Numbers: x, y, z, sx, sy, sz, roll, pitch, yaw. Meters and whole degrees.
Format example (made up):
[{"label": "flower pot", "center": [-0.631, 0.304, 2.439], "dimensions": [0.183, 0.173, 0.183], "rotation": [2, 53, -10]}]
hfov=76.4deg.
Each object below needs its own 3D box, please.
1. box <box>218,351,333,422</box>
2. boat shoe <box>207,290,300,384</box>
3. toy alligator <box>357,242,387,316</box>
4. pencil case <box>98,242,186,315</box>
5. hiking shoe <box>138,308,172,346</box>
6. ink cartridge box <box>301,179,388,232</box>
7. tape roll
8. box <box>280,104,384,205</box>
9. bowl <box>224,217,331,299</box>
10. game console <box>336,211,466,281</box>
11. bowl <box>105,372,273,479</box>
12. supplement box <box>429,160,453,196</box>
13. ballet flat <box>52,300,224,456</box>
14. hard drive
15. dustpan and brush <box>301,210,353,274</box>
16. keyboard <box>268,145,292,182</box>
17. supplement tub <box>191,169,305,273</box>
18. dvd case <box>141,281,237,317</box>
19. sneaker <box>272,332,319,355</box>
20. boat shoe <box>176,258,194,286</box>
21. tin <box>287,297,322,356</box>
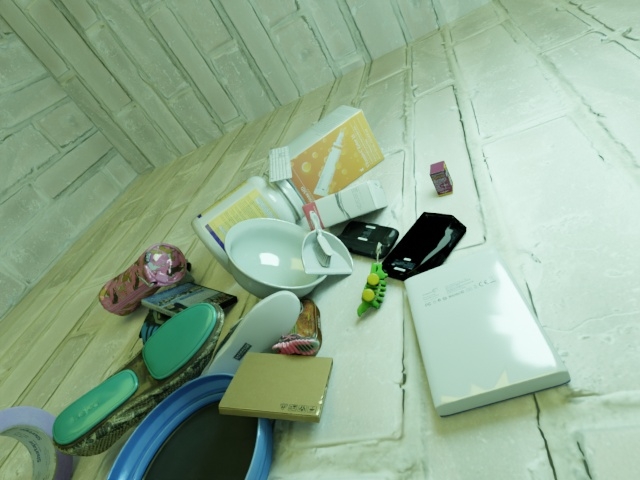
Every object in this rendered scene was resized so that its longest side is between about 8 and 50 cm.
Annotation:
[{"label": "box", "center": [-0.085, 0.296, 0.839], "dimensions": [0.202, 0.021, 0.164], "rotation": [0, 24, 12]}, {"label": "boat shoe", "center": [-0.167, 0.228, 1.006], "dimensions": [0.301, 0.108, 0.102], "rotation": [-51, 20, 11]}, {"label": "toy alligator", "center": [0.136, 0.096, 0.967], "dimensions": [0.052, 0.056, 0.189], "rotation": [17, 71, 9]}, {"label": "pencil case", "center": [-0.654, 0.150, 1.484], "dimensions": [0.386, 0.159, 0.167], "rotation": [-29, -11, 34]}, {"label": "hiking shoe", "center": [-0.467, 0.300, 1.238], "dimensions": [0.304, 0.113, 0.131], "rotation": [19, 79, 55]}, {"label": "ink cartridge box", "center": [0.078, -0.106, 1.234], "dimensions": [0.218, 0.092, 0.159], "rotation": [-21, 0, 23]}, {"label": "tape roll", "center": [-0.734, 0.541, 0.950], "dimensions": [0.090, 0.274, 0.274], "rotation": [-25, 32, 16]}, {"label": "box", "center": [0.024, -0.308, 1.509], "dimensions": [0.346, 0.214, 0.168], "rotation": [-37, 32, -4]}, {"label": "bowl", "center": [-0.128, 0.074, 1.133], "dimensions": [0.299, 0.133, 0.297], "rotation": [13, 34, -9]}, {"label": "game console", "center": [0.188, -0.002, 1.093], "dimensions": [0.213, 0.043, 0.362], "rotation": [-47, 35, -22]}, {"label": "bowl", "center": [-0.267, 0.461, 0.825], "dimensions": [0.392, 0.077, 0.390], "rotation": [-23, 32, 16]}, {"label": "supplement box", "center": [0.343, -0.174, 1.152], "dimensions": [0.043, 0.083, 0.054], "rotation": [-14, 36, 30]}, {"label": "ballet flat", "center": [-0.415, 0.348, 1.023], "dimensions": [0.483, 0.182, 0.164], "rotation": [-40, 52, -10]}, {"label": "hard drive", "center": [0.288, 0.155, 0.776], "dimensions": [0.211, 0.040, 0.318], "rotation": [-24, 32, 16]}, {"label": "dustpan and brush", "center": [0.000, 0.000, 1.126], "dimensions": [0.148, 0.060, 0.211], "rotation": [1, 39, -26]}, {"label": "keyboard", "center": [-0.137, -0.259, 1.361], "dimensions": [0.072, 0.014, 0.255], "rotation": [-17, 35, 4]}, {"label": "supplement tub", "center": [-0.237, -0.068, 1.387], "dimensions": [0.331, 0.241, 0.241], "rotation": [-38, 31, -9]}, {"label": "dvd case", "center": [-0.412, 0.190, 1.279], "dimensions": [0.253, 0.022, 0.181], "rotation": [9, 20, 36]}, {"label": "sneaker", "center": [-0.053, 0.230, 0.924], "dimensions": [0.120, 0.047, 0.057], "rotation": [-14, 25, 28]}, {"label": "boat shoe", "center": [-0.535, 0.115, 1.577], "dimensions": [0.081, 0.079, 0.227], "rotation": [-33, 36, -12]}, {"label": "tin", "center": [-0.050, 0.221, 1.003], "dimensions": [0.106, 0.040, 0.189], "rotation": [-22, 33, 12]}]
